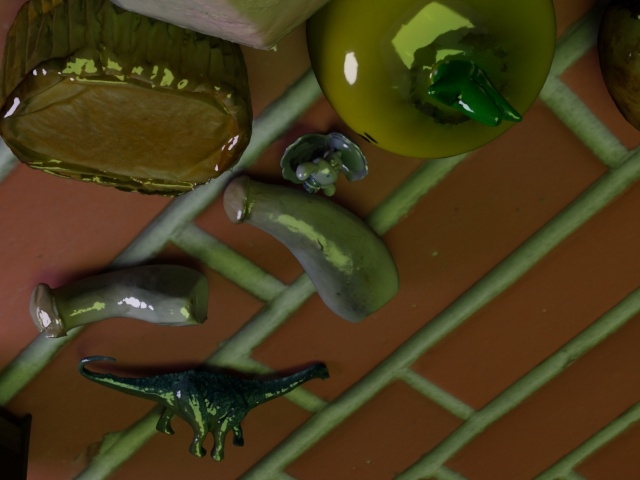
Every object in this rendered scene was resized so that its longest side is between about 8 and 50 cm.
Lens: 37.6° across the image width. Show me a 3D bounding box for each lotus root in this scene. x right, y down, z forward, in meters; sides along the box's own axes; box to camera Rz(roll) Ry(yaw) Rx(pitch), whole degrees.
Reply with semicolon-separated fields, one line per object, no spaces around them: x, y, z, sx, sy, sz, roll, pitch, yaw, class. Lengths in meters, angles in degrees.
0.414;-0.212;1.096;0.169;0.141;0.314;-25;137;9;lotus root

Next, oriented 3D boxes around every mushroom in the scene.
0.000;0.000;1.186;0.118;0.103;0.270;-31;121;27;mushroom
-0.255;0.076;1.188;0.223;0.092;0.081;-2;143;-3;mushroom

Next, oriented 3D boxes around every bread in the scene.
-0.197;-0.154;0.970;0.253;0.142;0.227;13;138;-33;bread

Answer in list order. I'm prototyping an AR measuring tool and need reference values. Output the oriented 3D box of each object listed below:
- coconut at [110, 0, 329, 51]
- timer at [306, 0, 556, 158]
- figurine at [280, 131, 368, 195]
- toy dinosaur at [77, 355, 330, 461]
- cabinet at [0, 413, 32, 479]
-0.083;-0.321;0.811;0.310;0.297;0.297;-34;126;8;coconut
0.124;-0.192;0.962;0.285;0.285;0.285;-6;127;-8;timer
0.001;-0.088;1.128;0.086;0.082;0.094;-33;145;-18;figurine
-0.166;0.231;1.333;0.363;0.076;0.147;7;105;-19;toy dinosaur
-0.497;0.304;1.221;0.148;0.215;0.175;-35;127;15;cabinet
